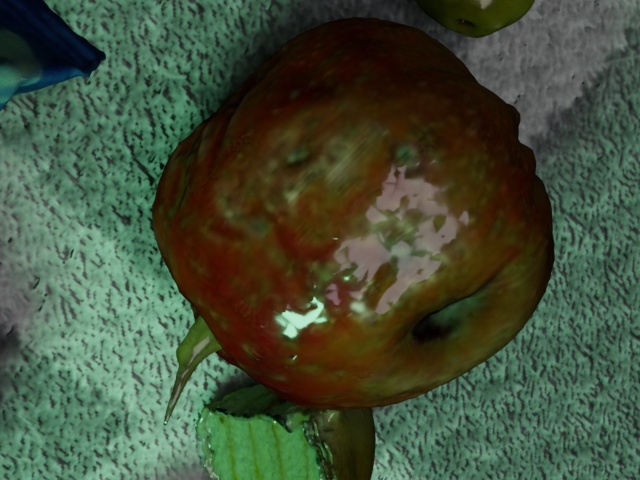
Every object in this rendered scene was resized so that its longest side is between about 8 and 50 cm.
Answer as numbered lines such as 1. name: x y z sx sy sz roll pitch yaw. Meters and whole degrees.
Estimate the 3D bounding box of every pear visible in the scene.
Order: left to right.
1. pear: 0.112 -0.190 0.976 0.092 0.092 0.097 26 78 -25

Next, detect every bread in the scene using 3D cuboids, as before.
1. bread: -0.004 0.150 1.004 0.110 0.156 0.103 -14 106 -37

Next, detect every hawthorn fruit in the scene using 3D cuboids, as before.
1. hawthorn fruit: 0.019 -0.014 0.911 0.262 0.258 0.258 -7 110 9

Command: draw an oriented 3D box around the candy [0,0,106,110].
1. candy: -0.259 -0.091 0.749 0.187 0.331 0.077 43 127 -4
